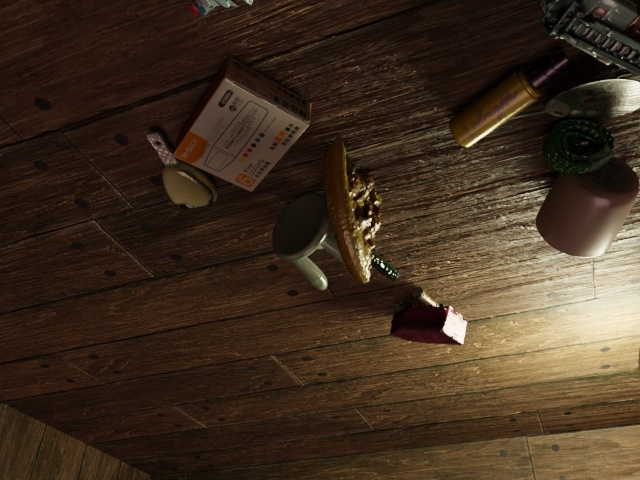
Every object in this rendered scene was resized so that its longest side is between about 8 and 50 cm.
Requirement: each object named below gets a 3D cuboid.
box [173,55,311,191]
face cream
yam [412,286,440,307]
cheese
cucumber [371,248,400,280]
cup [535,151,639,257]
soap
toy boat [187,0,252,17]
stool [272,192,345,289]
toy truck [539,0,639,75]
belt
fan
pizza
[{"bbox_3d":[-0.180,-0.252,1.315,0.220,0.091,0.274,23,136,-24],"label":"box"},{"bbox_3d":[0.404,-0.305,1.240,0.078,0.078,0.273,29,134,-31],"label":"face cream"},{"bbox_3d":[0.390,0.233,1.952,0.046,0.046,0.264,-24,135,29],"label":"yam"},{"bbox_3d":[-0.358,-0.177,1.448,0.127,0.054,0.251,-9,140,14],"label":"cheese"},{"bbox_3d":[0.164,0.057,1.738,0.044,0.043,0.256,-19,139,31],"label":"cucumber"},{"bbox_3d":[0.683,-0.104,1.426,0.252,0.191,0.200,-21,143,-20],"label":"cup"},{"bbox_3d":[0.345,0.276,1.912,0.250,0.099,0.162,-5,153,44],"label":"soap"},{"bbox_3d":[-0.196,-0.478,1.087,0.149,0.034,0.105,-1,147,23],"label":"toy boat"},{"bbox_3d":[0.000,0.000,1.556,0.195,0.195,0.198,-25,139,28],"label":"stool"},{"bbox_3d":[0.549,-0.382,1.052,0.338,0.184,0.133,18,138,-20],"label":"toy truck"},{"bbox_3d":[0.586,-0.208,1.320,0.151,0.121,0.079,1,162,1],"label":"belt"},{"bbox_3d":[0.542,-0.293,1.218,0.294,0.012,0.223,-1,173,3],"label":"fan"},{"bbox_3d":[0.071,-0.068,1.398,0.087,0.268,0.258,-9,146,28],"label":"pizza"}]
